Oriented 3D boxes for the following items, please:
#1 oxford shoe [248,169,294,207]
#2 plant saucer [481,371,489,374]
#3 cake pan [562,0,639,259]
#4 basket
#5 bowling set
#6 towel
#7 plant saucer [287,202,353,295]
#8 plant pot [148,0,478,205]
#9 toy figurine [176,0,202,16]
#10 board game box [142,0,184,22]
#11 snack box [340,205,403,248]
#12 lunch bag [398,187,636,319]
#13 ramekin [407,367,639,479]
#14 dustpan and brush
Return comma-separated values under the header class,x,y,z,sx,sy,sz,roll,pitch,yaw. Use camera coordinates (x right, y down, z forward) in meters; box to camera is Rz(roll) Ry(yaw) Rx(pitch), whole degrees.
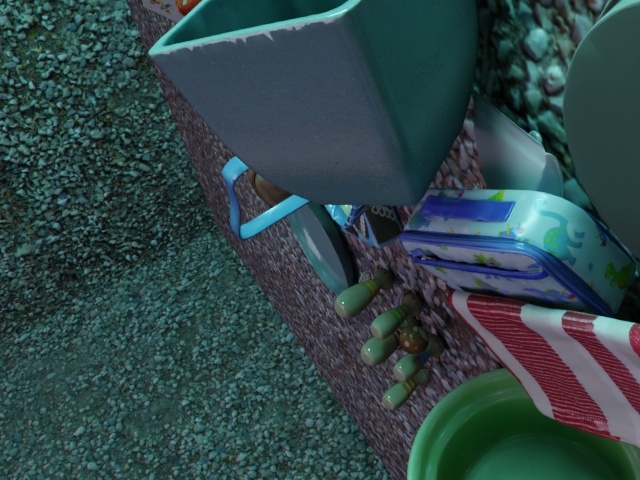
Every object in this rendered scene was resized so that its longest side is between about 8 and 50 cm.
class,x,y,z,sx,sy,sz,roll,pitch,yaw
oxford shoe,-0.056,-0.119,1.251,0.130,0.123,0.348,53,168,18
plant saucer,0.303,0.307,1.074,0.195,0.037,0.195,37,-135,-48
cake pan,0.291,-0.066,0.492,0.293,0.054,0.293,55,166,21
basket,-0.006,-0.113,0.965,0.201,0.289,0.255,53,164,11
bowling set,0.179,0.190,1.307,0.199,0.154,0.287,-13,105,57
towel,0.296,0.149,0.667,0.237,0.037,0.329,47,161,-25
plant saucer,0.000,0.000,1.702,0.318,0.043,0.318,56,166,21
plant pot,0.030,-0.173,0.707,0.247,0.247,0.252,3,136,38
toy figurine,-0.075,-0.332,0.964,0.148,0.213,0.210,3,126,55
board game box,-0.192,-0.498,1.001,0.097,0.224,0.303,23,166,-4
snack box,0.035,-0.152,1.227,0.322,0.060,0.187,66,166,-19
lunch bag,0.201,0.014,0.717,0.176,0.090,0.219,37,165,-30
ramekin,0.275,0.329,0.855,0.303,0.303,0.148,46,168,46
dustpan and brush,0.230,-0.056,0.755,0.147,0.060,0.211,-119,15,-49
